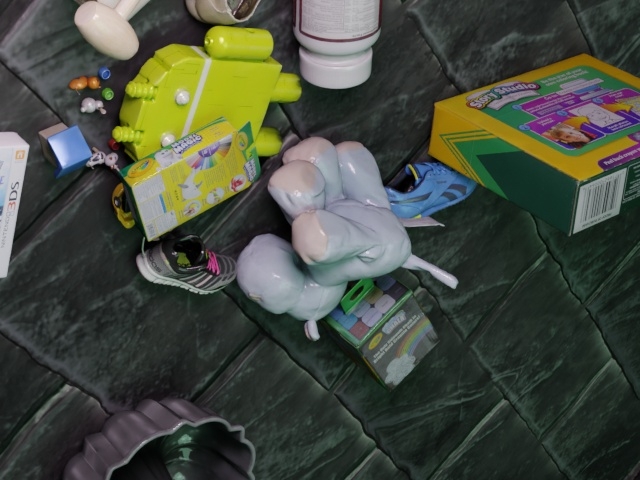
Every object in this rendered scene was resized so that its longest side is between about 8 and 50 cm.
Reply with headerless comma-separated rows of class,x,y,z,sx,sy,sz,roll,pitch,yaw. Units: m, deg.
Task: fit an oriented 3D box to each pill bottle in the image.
pill bottle,0.023,-0.323,1.742,0.121,0.121,0.221,-24,134,-31

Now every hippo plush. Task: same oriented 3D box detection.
hippo plush,0.000,0.000,1.943,0.294,0.234,0.236,16,138,-34

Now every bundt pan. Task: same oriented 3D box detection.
bundt pan,-0.263,0.373,1.979,0.331,0.124,0.331,-25,134,-29

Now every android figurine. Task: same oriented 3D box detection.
android figurine,-0.148,-0.165,1.692,0.273,0.056,0.248,-1,123,-44

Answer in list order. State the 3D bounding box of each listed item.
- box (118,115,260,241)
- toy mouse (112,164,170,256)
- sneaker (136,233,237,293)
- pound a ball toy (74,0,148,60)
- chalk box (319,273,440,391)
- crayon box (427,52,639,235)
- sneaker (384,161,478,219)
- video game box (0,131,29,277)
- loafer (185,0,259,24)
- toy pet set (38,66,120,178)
box,-0.162,-0.085,1.667,0.179,0.043,0.105,-28,140,-17
toy mouse,-0.219,-0.059,1.768,0.143,0.031,0.161,-23,129,-32
sneaker,-0.173,0.030,1.840,0.170,0.063,0.075,10,146,-44
pound a ball toy,-0.172,-0.339,1.466,0.319,0.208,0.136,-46,141,-9
chalk box,0.082,0.123,2.132,0.132,0.132,0.213,-44,140,-9
crayon box,0.411,-0.165,2.095,0.363,0.313,0.106,-21,128,-33
sneaker,0.184,-0.097,2.116,0.209,0.069,0.082,-28,131,-28
video game box,-0.455,-0.033,1.543,0.205,0.048,0.187,-8,121,-42
loafer,-0.074,-0.383,1.623,0.102,0.092,0.268,7,113,-48
toy pet set,-0.288,-0.133,1.619,0.114,0.065,0.122,-28,135,-28
